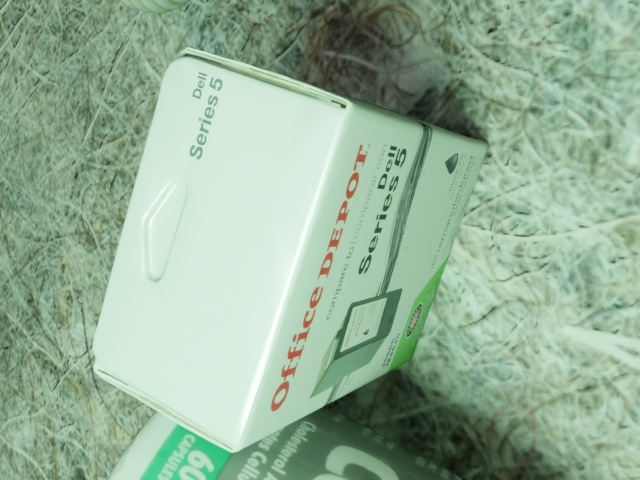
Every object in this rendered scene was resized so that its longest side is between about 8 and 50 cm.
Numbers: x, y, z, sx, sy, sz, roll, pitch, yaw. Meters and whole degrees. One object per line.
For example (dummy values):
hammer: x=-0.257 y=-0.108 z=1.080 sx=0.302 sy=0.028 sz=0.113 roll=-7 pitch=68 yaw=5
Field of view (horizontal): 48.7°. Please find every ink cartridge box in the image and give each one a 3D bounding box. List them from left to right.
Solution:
ink cartridge box: x=0.000 y=0.000 z=0.488 sx=0.115 sy=0.273 sz=0.198 roll=23 pitch=103 yaw=24

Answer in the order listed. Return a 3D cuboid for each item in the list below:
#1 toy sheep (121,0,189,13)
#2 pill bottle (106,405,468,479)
toy sheep: x=-0.166 y=-0.279 z=0.729 sx=0.132 sy=0.091 sz=0.091 roll=0 pitch=90 yaw=29
pill bottle: x=0.040 y=0.244 z=0.467 sx=0.361 sy=0.204 sz=0.204 roll=24 pitch=104 yaw=14
